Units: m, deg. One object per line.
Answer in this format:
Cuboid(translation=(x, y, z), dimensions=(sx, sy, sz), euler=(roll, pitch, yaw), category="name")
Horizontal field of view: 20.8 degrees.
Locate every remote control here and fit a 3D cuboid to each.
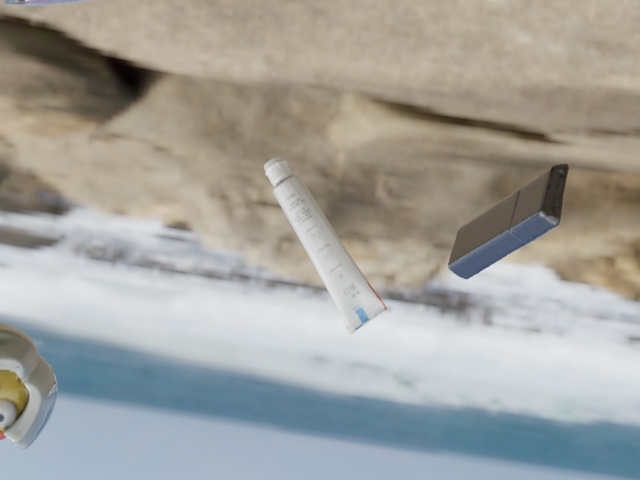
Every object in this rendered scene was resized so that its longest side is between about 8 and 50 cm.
Cuboid(translation=(0.176, -0.016, 1.650), dimensions=(0.025, 0.063, 0.245), euler=(20, 162, -11), category="remote control")

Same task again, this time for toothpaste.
Cuboid(translation=(0.000, 0.000, 1.717), dimensions=(0.048, 0.190, 0.031), euler=(-36, 165, 21), category="toothpaste")

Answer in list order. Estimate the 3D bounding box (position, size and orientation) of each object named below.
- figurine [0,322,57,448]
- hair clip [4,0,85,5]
Cuboid(translation=(-0.422, 0.185, 2.010), dimensions=(0.236, 0.176, 0.133), euler=(-28, -162, 10), category="figurine")
Cuboid(translation=(-0.287, -0.349, 2.352), dimensions=(0.110, 0.095, 0.359), euler=(36, -141, 27), category="hair clip")
